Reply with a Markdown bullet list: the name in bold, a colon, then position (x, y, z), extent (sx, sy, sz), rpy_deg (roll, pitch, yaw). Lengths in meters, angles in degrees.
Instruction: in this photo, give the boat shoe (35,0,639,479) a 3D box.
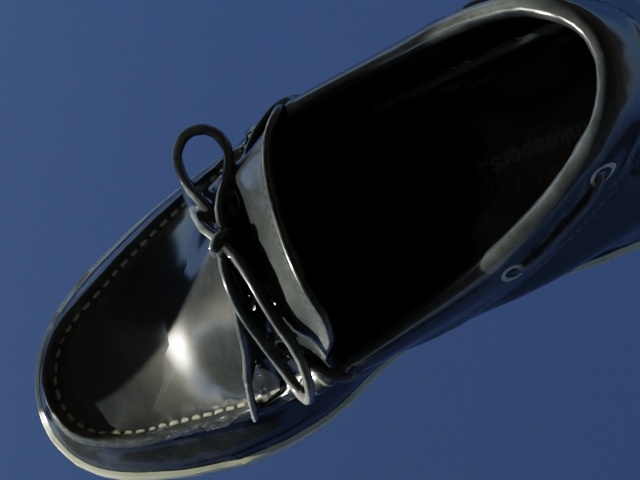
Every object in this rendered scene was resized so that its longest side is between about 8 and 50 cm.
- **boat shoe**: position (0.000, 0.000, 0.928), extent (0.500, 0.156, 0.187), rpy_deg (-27, -109, 32)
